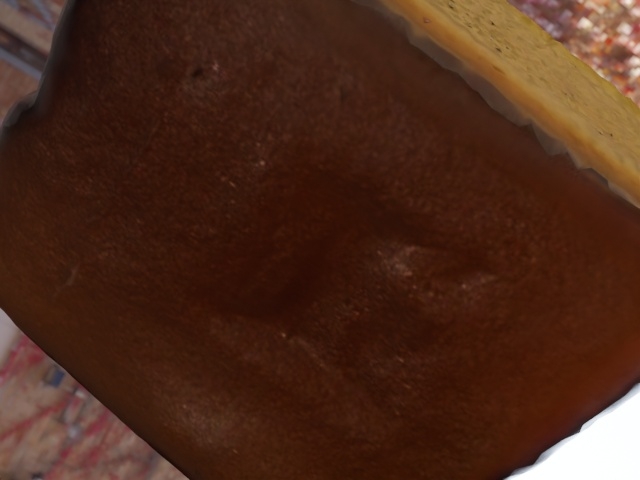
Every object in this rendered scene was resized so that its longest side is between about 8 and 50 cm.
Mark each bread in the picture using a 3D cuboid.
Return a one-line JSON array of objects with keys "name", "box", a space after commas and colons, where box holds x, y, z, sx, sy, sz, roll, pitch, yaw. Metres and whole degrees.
[{"name": "bread", "box": [0.000, 0.000, 0.616, 0.323, 0.333, 0.143, -53, 177, 36]}]
